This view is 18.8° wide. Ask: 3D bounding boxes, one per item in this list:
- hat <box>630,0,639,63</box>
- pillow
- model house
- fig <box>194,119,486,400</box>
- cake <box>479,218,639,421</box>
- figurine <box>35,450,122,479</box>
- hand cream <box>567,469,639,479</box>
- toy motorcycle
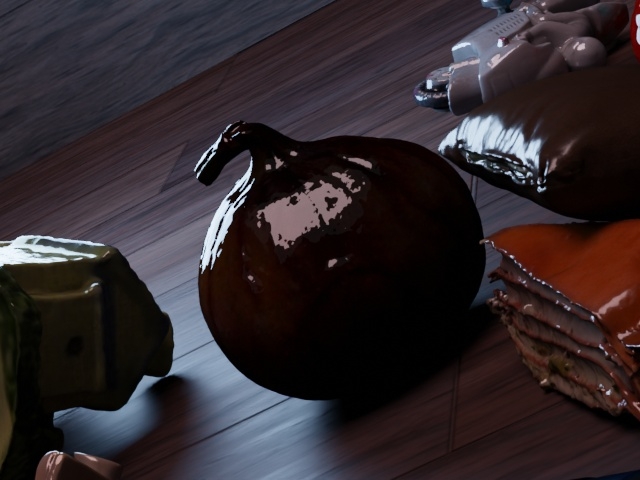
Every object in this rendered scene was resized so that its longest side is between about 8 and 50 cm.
[{"bbox_3d":[0.385,-0.243,1.634,0.242,0.274,0.332,-25,-19,-30],"label":"hat"},{"bbox_3d":[0.264,-0.083,1.415,0.305,0.108,0.308,-12,9,-8],"label":"pillow"},{"bbox_3d":[-0.297,0.122,1.790,0.321,0.261,0.266,4,8,38],"label":"model house"},{"bbox_3d":[0.010,0.015,1.521,0.235,0.214,0.235,-5,26,2],"label":"fig"},{"bbox_3d":[0.193,0.043,1.266,0.135,0.098,0.287,-36,20,-16],"label":"cake"},{"bbox_3d":[-0.258,0.227,1.419,0.236,0.162,0.141,-14,53,31],"label":"figurine"},{"bbox_3d":[0.085,0.182,1.097,0.270,0.061,0.120,-21,15,49],"label":"hand cream"},{"bbox_3d":[0.223,-0.189,1.983,0.260,0.110,0.171,-32,29,-35],"label":"toy motorcycle"}]
